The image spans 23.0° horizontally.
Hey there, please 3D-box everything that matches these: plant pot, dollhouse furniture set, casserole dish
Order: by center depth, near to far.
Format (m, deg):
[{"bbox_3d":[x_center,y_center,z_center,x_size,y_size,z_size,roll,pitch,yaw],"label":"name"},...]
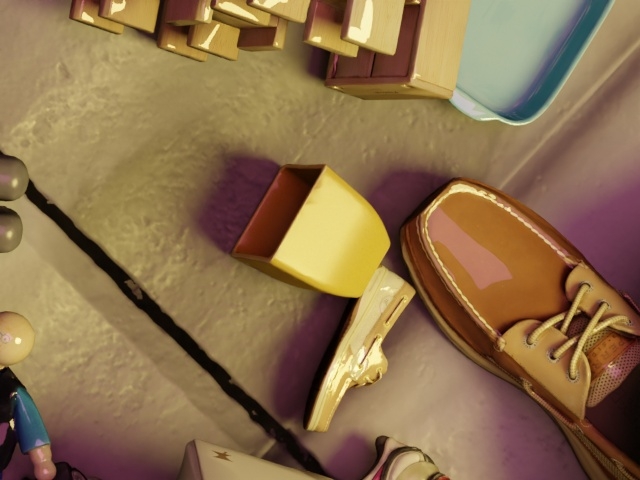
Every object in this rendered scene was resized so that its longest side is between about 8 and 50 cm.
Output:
[{"bbox_3d":[-0.011,-0.205,1.090,0.242,0.212,0.161,14,85,-40],"label":"dollhouse furniture set"},{"bbox_3d":[0.000,0.000,1.145,0.083,0.081,0.081,34,79,-22],"label":"plant pot"},{"bbox_3d":[0.152,-0.174,1.213,0.114,0.037,0.188,34,80,-10],"label":"casserole dish"}]

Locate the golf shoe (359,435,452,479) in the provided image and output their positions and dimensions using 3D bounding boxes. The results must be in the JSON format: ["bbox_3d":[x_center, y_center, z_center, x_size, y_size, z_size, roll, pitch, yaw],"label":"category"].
[{"bbox_3d":[0.021,0.229,1.150,0.186,0.067,0.086,-50,56,0],"label":"golf shoe"}]

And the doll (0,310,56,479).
[{"bbox_3d":[-0.238,0.139,1.073,0.129,0.046,0.189,19,88,20],"label":"doll"}]

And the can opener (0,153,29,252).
[{"bbox_3d":[-0.339,-0.034,1.047,0.284,0.095,0.076,6,99,-13],"label":"can opener"}]

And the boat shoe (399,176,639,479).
[{"bbox_3d":[0.199,0.080,1.166,0.324,0.120,0.122,45,78,-8],"label":"boat shoe"}]

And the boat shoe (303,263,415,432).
[{"bbox_3d":[0.030,0.084,1.160,0.045,0.050,0.135,26,81,-6],"label":"boat shoe"}]

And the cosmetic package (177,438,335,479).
[{"bbox_3d":[-0.052,0.341,1.031,0.197,0.155,0.365,17,99,-11],"label":"cosmetic package"}]

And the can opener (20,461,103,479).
[{"bbox_3d":[-0.160,0.215,1.049,0.073,0.186,0.059,-48,129,9],"label":"can opener"}]
